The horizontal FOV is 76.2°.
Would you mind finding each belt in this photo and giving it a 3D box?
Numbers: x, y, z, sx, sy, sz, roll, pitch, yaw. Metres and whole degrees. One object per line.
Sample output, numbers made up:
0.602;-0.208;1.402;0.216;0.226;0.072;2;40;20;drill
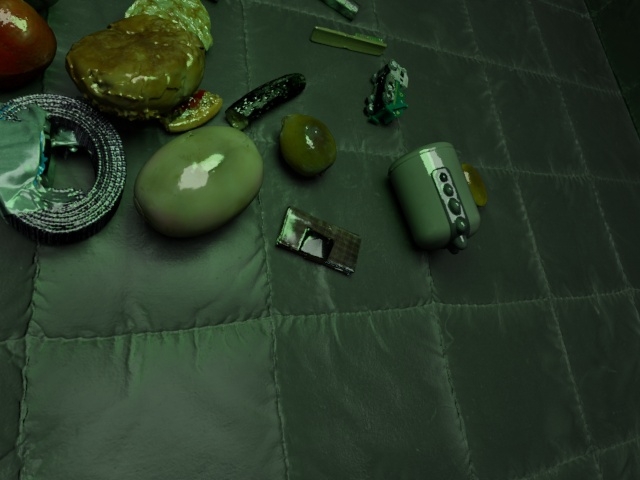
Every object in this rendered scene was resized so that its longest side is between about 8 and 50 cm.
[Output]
-0.559;-0.153;0.871;0.259;0.122;0.326;1;73;-32;belt

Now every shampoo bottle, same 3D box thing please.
0.041;-0.860;1.434;0.207;0.063;0.057;31;72;-14;shampoo bottle

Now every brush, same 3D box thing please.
0.099;-0.690;1.401;0.281;0.054;0.048;-1;63;-25;brush

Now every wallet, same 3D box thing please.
0.000;0.000;1.112;0.229;0.042;0.125;23;61;-17;wallet

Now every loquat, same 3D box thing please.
-0.040;-0.268;1.134;0.152;0.152;0.195;-33;95;-30;loquat

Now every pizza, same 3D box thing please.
-0.374;-0.386;1.072;0.199;0.062;0.188;46;58;-1;pizza

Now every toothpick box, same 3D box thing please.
0.348;-0.111;1.202;0.228;0.229;0.317;-12;77;-27;toothpick box

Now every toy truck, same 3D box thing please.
0.231;-0.484;1.360;0.116;0.110;0.216;27;61;-28;toy truck

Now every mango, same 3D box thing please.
0.512;-0.186;1.393;0.103;0.076;0.161;-36;92;-35;mango

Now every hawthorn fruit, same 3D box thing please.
-0.694;-0.409;0.871;0.196;0.196;0.226;27;78;-13;hawthorn fruit

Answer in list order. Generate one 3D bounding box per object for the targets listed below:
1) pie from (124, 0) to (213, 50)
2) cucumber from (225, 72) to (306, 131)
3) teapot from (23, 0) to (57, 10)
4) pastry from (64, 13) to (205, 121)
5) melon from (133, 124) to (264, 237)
-0.401;-0.570;1.111;0.201;0.089;0.248;46;60;-16;pie
-0.144;-0.420;1.180;0.072;0.081;0.303;31;58;22;cucumber
-0.754;-0.598;0.898;0.317;0.219;0.149;-15;104;-23;teapot
-0.415;-0.389;0.943;0.254;0.162;0.311;29;53;10;pastry
-0.269;-0.138;0.939;0.223;0.223;0.317;48;59;-2;melon
